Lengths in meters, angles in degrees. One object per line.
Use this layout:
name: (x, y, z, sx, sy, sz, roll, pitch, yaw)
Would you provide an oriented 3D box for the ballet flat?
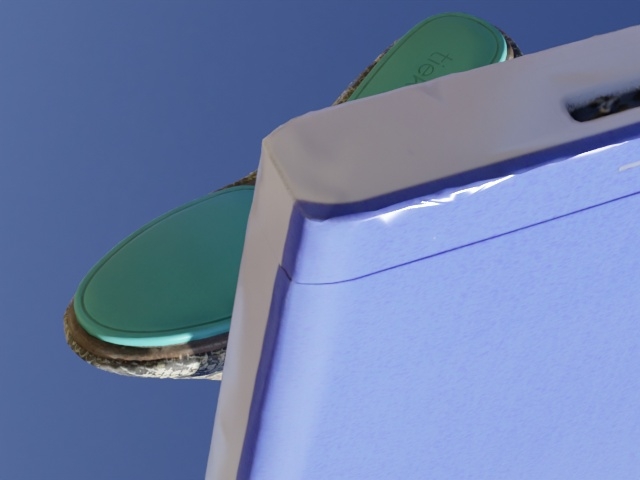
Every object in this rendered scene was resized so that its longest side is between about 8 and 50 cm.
ballet flat: (0.000, 0.000, 1.462, 0.164, 0.483, 0.182, 32, -34, 28)

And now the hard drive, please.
hard drive: (0.063, 0.049, 0.638, 0.318, 0.210, 0.040, 103, -35, -53)
